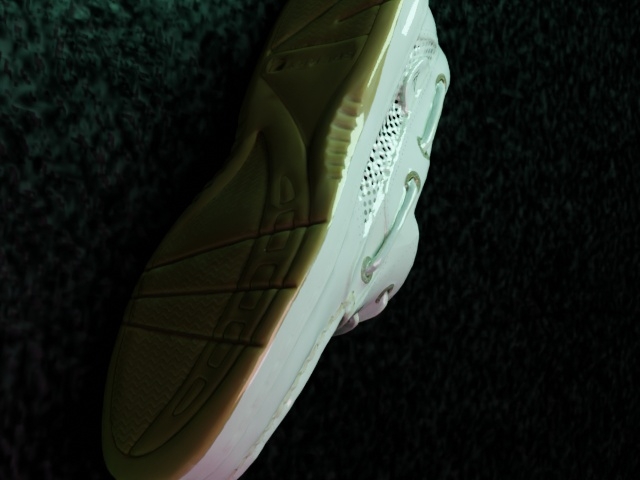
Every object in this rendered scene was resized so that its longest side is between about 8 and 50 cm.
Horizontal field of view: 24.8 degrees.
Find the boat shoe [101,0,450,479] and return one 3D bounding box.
[{"bbox_3d":[0.000,0.000,0.639,0.096,0.098,0.277,48,56,-38],"label":"boat shoe"}]
